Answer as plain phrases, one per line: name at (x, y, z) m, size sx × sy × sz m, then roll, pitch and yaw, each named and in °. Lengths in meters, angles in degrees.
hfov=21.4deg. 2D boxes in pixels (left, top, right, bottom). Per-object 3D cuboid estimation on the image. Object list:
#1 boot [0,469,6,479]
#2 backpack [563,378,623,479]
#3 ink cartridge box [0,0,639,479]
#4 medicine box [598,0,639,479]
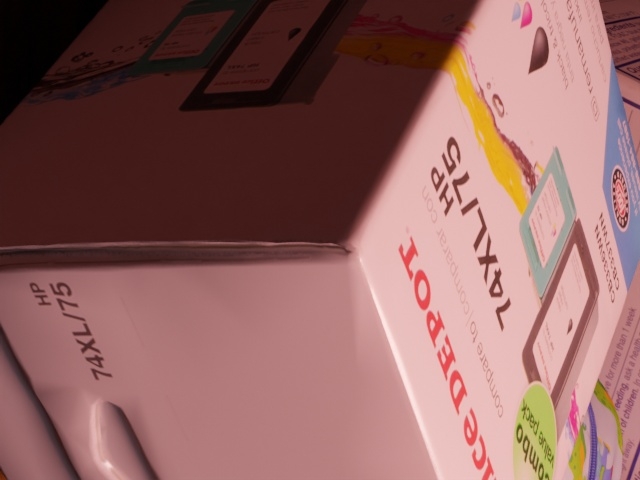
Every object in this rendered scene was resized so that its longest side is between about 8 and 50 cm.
boot at (-0.166, 0.101, 0.779) m, size 0.295 × 0.104 × 0.211 m, roll -17°, pitch 129°, yaw -52°
backpack at (0.017, 0.183, 0.951) m, size 0.273 × 0.290 × 0.356 m, roll 22°, pitch 88°, yaw -50°
ink cartridge box at (0.000, 0.000, 0.708) m, size 0.270 × 0.197 × 0.198 m, roll -61°, pitch 140°, yaw -45°
medicine box at (0.223, 0.019, 1.059) m, size 0.149 × 0.289 × 0.263 m, roll -17°, pitch 130°, yaw -43°
